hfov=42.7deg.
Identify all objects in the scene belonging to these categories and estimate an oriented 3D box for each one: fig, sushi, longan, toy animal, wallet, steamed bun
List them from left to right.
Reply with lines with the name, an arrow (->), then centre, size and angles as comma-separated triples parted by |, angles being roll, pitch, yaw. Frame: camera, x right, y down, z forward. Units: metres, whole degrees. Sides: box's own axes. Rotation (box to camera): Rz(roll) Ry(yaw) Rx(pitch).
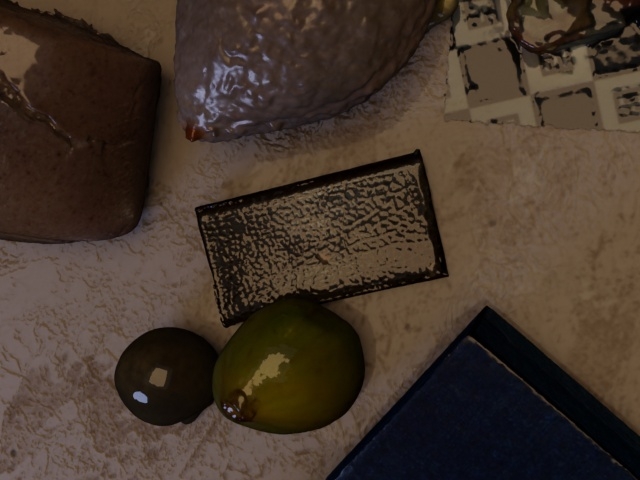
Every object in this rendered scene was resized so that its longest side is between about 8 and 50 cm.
steamed bun -> -0.323, -0.128, 0.819 | 0.301, 0.199, 0.251 | 17, 93, 9
longan -> -0.152, 0.144, 0.843 | 0.106, 0.106, 0.119 | -23, 124, 9
fig -> -0.031, 0.127, 0.805 | 0.153, 0.121, 0.136 | -28, 104, -5
toy animal -> -0.010, -0.235, 0.771 | 0.226, 0.188, 0.358 | 32, 96, 15
wallet -> 0.000, 0.000, 0.843 | 0.243, 0.039, 0.132 | -14, 94, 10
sushi -> 0.297, -0.266, 0.775 | 0.339, 0.069, 0.320 | 5, 90, 10

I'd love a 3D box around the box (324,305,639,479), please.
box -> 0.168, 0.252, 0.748 | 0.279, 0.116, 0.261 | 42, 109, 9
